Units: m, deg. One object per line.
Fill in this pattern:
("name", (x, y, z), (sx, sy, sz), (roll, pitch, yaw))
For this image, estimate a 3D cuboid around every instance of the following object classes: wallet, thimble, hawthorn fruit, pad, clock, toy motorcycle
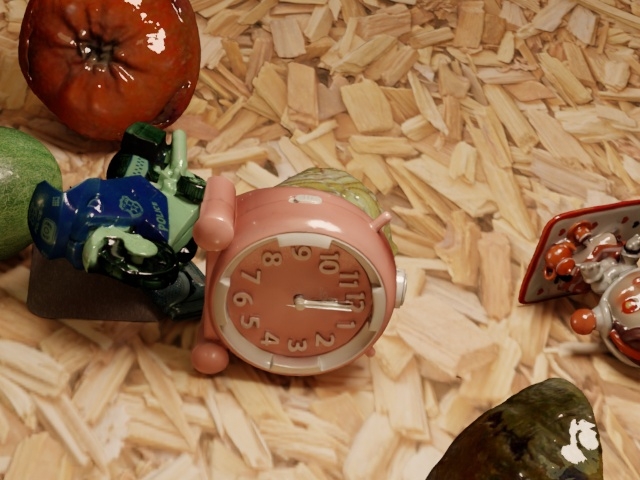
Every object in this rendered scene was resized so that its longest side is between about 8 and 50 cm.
("wallet", (-0.181, 0.052, 1.518), (0.088, 0.026, 0.129), (-11, 39, -35))
("thimble", (0.000, 0.000, 1.552), (0.190, 0.137, 0.143), (42, 44, 24))
("hawthorn fruit", (-0.314, -0.281, 1.823), (0.276, 0.276, 0.307), (3, 4, -11))
("pad", (-0.282, 0.021, 1.569), (0.176, 0.002, 0.266), (3, 33, -10))
("clock", (-0.021, 0.040, 1.399), (0.241, 0.227, 0.142), (4, 32, 0))
("toy motorcycle", (-0.239, -0.037, 1.485), (0.196, 0.125, 0.331), (20, 25, -3))

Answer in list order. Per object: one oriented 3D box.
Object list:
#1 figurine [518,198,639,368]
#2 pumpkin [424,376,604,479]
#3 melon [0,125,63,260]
("figurine", (0.395, 0.086, 1.527), (0.183, 0.160, 0.226), (-10, 45, -25))
("pumpkin", (0.186, 0.239, 1.198), (0.148, 0.169, 0.312), (6, 33, -11))
("melon", (-0.450, -0.047, 1.468), (0.287, 0.182, 0.182), (-18, 42, -38))
